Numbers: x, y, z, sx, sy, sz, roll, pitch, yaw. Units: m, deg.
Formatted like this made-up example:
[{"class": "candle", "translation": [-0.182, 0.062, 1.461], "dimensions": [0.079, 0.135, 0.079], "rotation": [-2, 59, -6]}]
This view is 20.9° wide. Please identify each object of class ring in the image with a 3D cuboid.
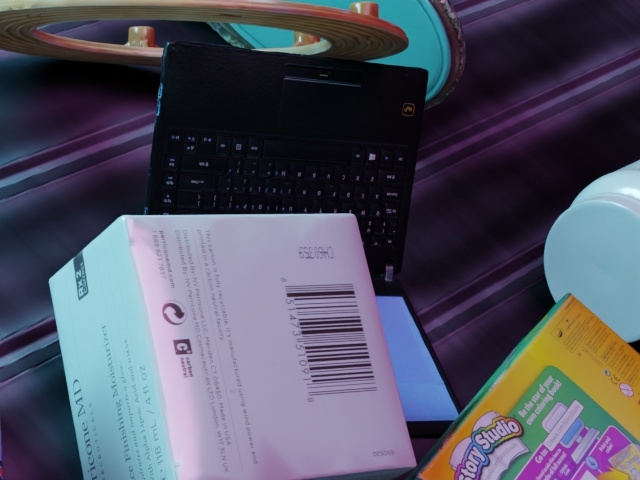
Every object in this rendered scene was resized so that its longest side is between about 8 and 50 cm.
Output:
[{"class": "ring", "translation": [-0.102, -0.161, 1.286], "dimensions": [0.336, 0.336, 0.032], "rotation": [1, 89, -33]}]

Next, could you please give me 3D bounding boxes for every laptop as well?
[{"class": "laptop", "translation": [0.000, 0.000, 1.282], "dimensions": [0.234, 0.264, 0.136], "rotation": [3, 10, -32]}]

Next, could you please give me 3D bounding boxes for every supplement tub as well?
[{"class": "supplement tub", "translation": [0.294, 0.000, 1.475], "dimensions": [0.144, 0.144, 0.199], "rotation": [47, 41, 19]}]

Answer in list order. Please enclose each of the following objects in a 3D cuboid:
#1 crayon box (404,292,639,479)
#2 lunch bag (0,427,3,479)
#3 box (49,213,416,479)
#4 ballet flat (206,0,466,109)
[{"class": "crayon box", "translation": [0.167, 0.172, 1.238], "dimensions": [0.165, 0.081, 0.278], "rotation": [43, 39, 5]}, {"class": "lunch bag", "translation": [-0.333, 0.109, 0.964], "dimensions": [0.293, 0.138, 0.221], "rotation": [3, 48, -18]}, {"class": "box", "translation": [-0.059, 0.084, 1.124], "dimensions": [0.182, 0.119, 0.181], "rotation": [-2, 69, -34]}, {"class": "ballet flat", "translation": [-0.088, -0.272, 1.529], "dimensions": [0.483, 0.164, 0.182], "rotation": [26, 18, -5]}]
